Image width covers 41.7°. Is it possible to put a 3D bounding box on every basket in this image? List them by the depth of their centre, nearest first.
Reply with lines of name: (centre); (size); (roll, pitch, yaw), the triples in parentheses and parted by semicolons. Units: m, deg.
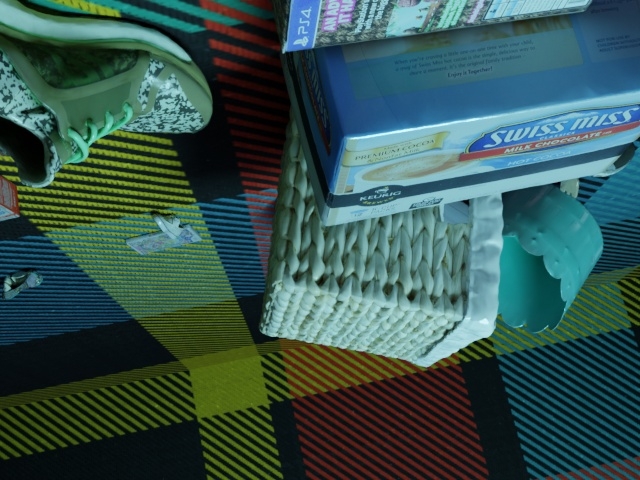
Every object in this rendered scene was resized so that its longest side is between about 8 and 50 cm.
basket: (0.073, -0.027, 1.111); (0.267, 0.328, 0.331); (8, 163, -5)

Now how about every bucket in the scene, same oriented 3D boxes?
bucket: (0.413, 0.025, 1.684); (0.183, 0.281, 0.281); (-46, 180, -27)

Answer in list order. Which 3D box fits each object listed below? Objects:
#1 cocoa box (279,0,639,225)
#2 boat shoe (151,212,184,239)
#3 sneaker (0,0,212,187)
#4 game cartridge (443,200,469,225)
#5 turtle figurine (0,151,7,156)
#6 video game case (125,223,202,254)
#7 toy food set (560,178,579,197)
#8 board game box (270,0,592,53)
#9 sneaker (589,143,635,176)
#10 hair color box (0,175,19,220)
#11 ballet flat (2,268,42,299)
cocoa box: (0.151, -0.184, 0.879); (0.347, 0.231, 0.228); (-10, 163, -9)
boat shoe: (-0.264, -0.031, 1.469); (0.035, 0.035, 0.100); (-40, 159, -3)
sneaker: (-0.273, -0.128, 0.846); (0.158, 0.181, 0.410); (-25, 160, 37)
game cartridge: (0.190, -0.013, 1.634); (0.196, 0.060, 0.294); (29, 154, -7)
turtle figurine: (-0.459, -0.088, 0.989); (0.218, 0.087, 0.269); (-20, 135, 3)
video game case: (-0.292, -0.001, 1.577); (0.122, 0.011, 0.087); (-14, 164, 4)
toy food set: (0.275, -0.138, 1.177); (0.039, 0.192, 0.132); (-32, 136, -26)
board game box: (0.102, -0.285, 0.663); (0.291, 0.141, 0.232); (-10, 164, -9)
sneaker: (0.476, -0.171, 1.444); (0.229, 0.086, 0.132); (-5, 160, -22)
hair color box: (-0.488, -0.067, 1.131); (0.093, 0.053, 0.167); (-13, 163, 5)
ballet flat: (-0.581, 0.080, 1.607); (0.114, 0.041, 0.041); (-22, 162, 29)
